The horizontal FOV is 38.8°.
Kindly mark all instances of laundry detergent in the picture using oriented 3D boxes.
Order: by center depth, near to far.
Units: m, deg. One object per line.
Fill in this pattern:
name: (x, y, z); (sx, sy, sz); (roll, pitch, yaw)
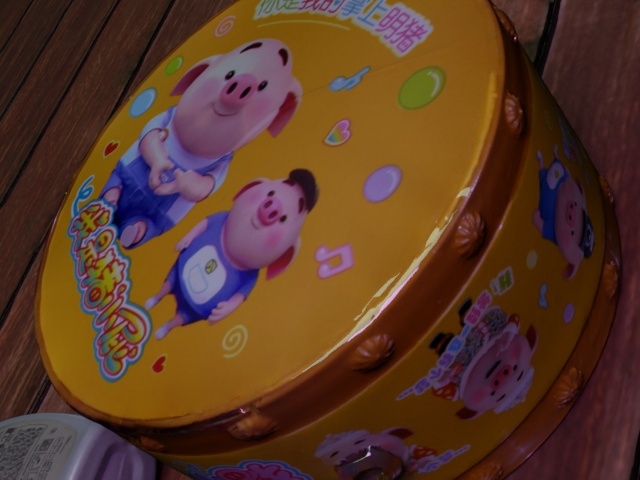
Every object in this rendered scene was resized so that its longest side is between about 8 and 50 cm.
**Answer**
laundry detergent: (-0.288, 0.265, 0.817); (0.280, 0.105, 0.215); (-14, 51, 31)

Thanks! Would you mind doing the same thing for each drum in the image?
drum: (0.000, 0.000, 0.703); (0.431, 0.214, 0.431); (-23, 46, 26)
